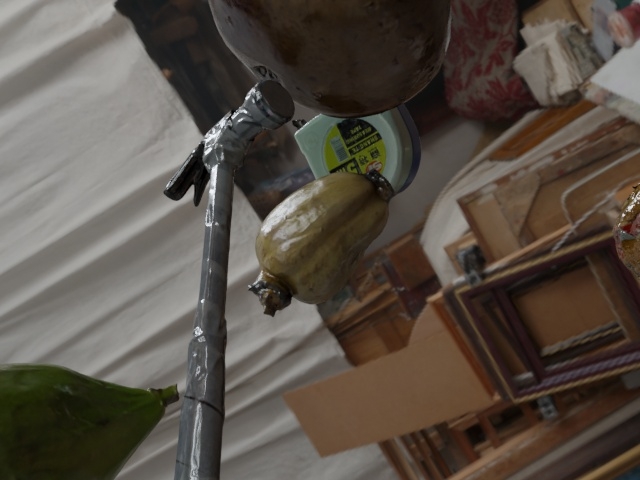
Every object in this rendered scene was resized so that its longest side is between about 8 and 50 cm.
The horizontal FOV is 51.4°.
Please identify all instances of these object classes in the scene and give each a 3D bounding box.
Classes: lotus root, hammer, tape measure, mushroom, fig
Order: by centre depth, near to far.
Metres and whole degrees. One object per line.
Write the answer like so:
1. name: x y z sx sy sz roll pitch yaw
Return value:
1. hammer: -0.082 0.053 0.522 0.044 0.152 0.427 29 -138 -34
2. fig: -0.345 0.257 0.854 0.233 0.314 0.233 177 90 -81
3. mushroom: 0.019 -0.332 0.883 0.331 0.334 0.356 69 -144 -49
4. lotus root: 0.000 0.000 0.973 0.154 0.257 0.140 50 177 -26
5. tape measure: 0.124 -0.198 1.181 0.098 0.351 0.215 -21 -95 -53

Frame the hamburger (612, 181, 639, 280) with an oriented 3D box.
1. hamburger: 0.571 -0.018 1.034 0.106 0.231 0.231 -10 -117 -48
